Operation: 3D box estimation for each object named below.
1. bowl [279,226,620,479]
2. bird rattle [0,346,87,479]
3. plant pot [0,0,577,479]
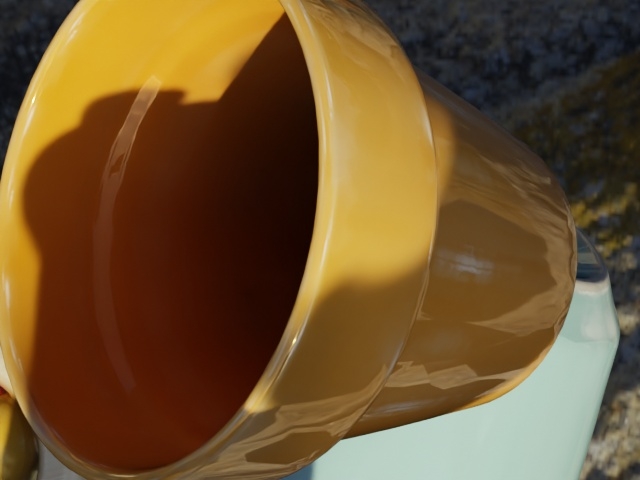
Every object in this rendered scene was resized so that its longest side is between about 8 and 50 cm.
[{"bbox_3d":[0.048,0.035,0.810,0.311,0.311,0.163,43,110,30],"label":"bowl"},{"bbox_3d":[-0.230,0.152,0.895,0.253,0.143,0.207,34,96,29],"label":"bird rattle"},{"bbox_3d":[0.000,0.000,0.574,0.188,0.205,0.205,11,40,-42],"label":"plant pot"}]
